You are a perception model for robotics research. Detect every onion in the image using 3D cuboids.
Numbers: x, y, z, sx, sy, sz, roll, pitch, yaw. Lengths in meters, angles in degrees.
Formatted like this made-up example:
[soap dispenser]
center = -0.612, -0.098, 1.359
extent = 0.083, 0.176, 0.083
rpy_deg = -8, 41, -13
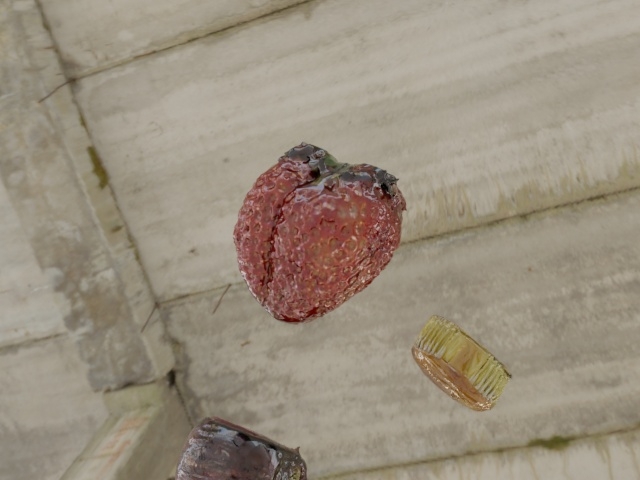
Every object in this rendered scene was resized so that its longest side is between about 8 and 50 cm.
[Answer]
[onion]
center = -0.166, 0.441, 1.315
extent = 0.216, 0.207, 0.206
rpy_deg = 9, -109, 28

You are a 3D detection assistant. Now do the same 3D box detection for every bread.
[bread]
center = 0.263, 0.239, 1.382
extent = 0.190, 0.132, 0.114
rpy_deg = 36, -104, 11

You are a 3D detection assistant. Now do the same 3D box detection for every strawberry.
[strawberry]
center = 0.000, 0.000, 1.186
extent = 0.250, 0.238, 0.289
rpy_deg = 15, -94, 38
